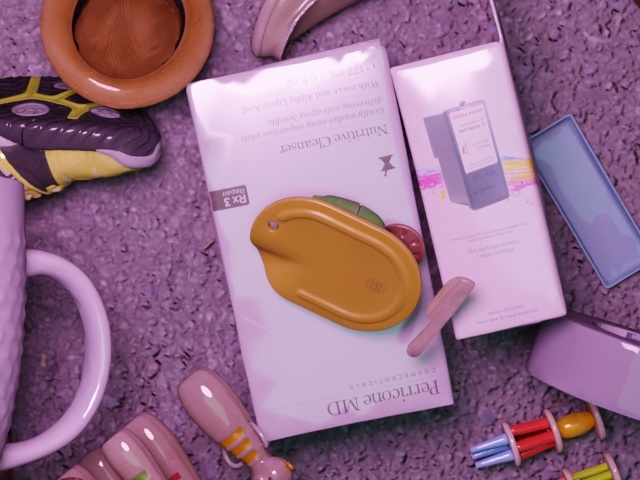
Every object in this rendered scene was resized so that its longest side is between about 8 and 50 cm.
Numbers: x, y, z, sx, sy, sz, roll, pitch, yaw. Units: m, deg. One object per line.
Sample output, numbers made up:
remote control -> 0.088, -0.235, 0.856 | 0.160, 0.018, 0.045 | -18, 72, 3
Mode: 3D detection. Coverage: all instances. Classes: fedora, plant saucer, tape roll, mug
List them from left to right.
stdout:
mug -> -0.374, 0.109, 1.349 | 0.374, 0.276, 0.328 | 1, 88, -33
fedora -> -0.206, -0.218, 1.518 | 0.194, 0.079, 0.194 | 4, 70, -10
plant saucer -> 0.298, -0.044, 1.591 | 0.067, 0.018, 0.192 | -31, 94, 1
tape roll -> 0.331, 0.138, 1.505 | 0.219, 0.219, 0.072 | 17, 94, -3

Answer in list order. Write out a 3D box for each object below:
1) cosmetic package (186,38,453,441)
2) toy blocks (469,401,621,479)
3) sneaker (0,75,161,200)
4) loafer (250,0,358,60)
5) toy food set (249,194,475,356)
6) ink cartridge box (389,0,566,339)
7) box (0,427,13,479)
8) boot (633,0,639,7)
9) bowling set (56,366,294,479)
cosmetic package -> 0.000, 0.000, 1.515 | 0.217, 0.156, 0.385 | -13, 94, 0
toy blocks -> 0.251, 0.253, 1.594 | 0.148, 0.054, 0.123 | -18, 94, 0
sneaker -> -0.360, -0.086, 1.526 | 0.385, 0.145, 0.147 | -1, 115, 1
loafer -> 0.028, -0.290, 1.521 | 0.092, 0.102, 0.268 | 40, 92, 2
toy food set -> 0.040, 0.018, 1.412 | 0.218, 0.071, 0.128 | 27, 127, 2
ink cartridge box -> 0.159, -0.095, 1.482 | 0.119, 0.207, 0.353 | -13, 95, 10
box -> -0.402, 0.280, 1.530 | 0.127, 0.148, 0.232 | -1, 95, -2
boot -> 0.365, -0.331, 1.544 | 0.197, 0.073, 0.152 | 20, 90, -6
bowling set -> -0.186, 0.276, 1.462 | 0.154, 0.200, 0.287 | 51, 134, 0
